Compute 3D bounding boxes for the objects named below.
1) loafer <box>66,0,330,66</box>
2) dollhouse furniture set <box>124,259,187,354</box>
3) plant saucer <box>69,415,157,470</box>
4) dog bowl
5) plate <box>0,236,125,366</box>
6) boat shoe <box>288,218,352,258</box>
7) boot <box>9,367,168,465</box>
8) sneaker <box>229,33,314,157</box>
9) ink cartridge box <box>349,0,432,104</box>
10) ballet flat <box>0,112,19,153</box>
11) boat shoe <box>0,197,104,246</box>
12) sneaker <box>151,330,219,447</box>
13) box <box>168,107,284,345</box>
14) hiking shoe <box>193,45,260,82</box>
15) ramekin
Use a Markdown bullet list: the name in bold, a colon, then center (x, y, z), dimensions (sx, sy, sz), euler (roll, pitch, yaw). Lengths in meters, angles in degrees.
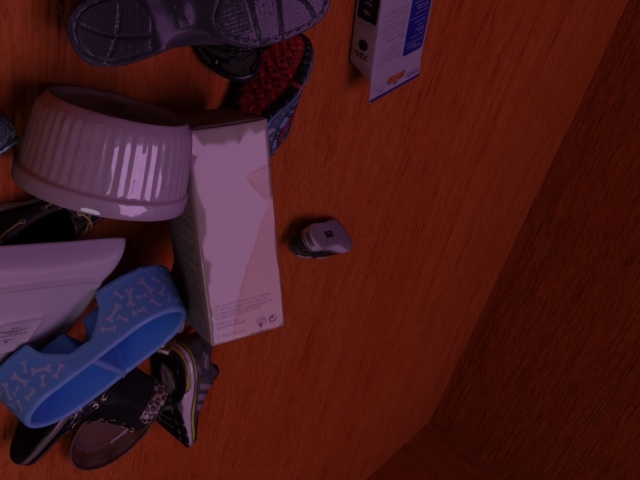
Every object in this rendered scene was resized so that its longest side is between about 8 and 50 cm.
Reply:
- **loafer**: center (-0.142, -0.276, 0.842), dimensions (0.302, 0.095, 0.109), euler (-15, 118, -13)
- **dollhouse furniture set**: center (-0.266, 0.069, 1.210), dimensions (0.161, 0.101, 0.182), euler (-87, -168, -79)
- **plant saucer**: center (-0.383, 0.334, 1.337), dimensions (0.198, 0.036, 0.199), euler (-37, 148, -29)
- **dog bowl**: center (-0.319, 0.156, 1.035), dimensions (0.297, 0.074, 0.166), euler (-38, 163, -8)
- **plate**: center (-0.409, 0.109, 0.935), dimensions (0.278, 0.045, 0.277), euler (-48, 161, 24)
- **boat shoe**: center (0.000, 0.000, 1.562), dimensions (0.070, 0.078, 0.219), euler (-27, 167, 23)
- **boot**: center (-0.375, 0.293, 1.201), dimensions (0.236, 0.085, 0.179), euler (-53, 136, -13)
- **sneaker**: center (-0.091, -0.210, 1.156), dimensions (0.262, 0.104, 0.125), euler (-59, 174, 12)
- **ink cartridge box**: center (0.134, -0.422, 1.290), dimensions (0.165, 0.065, 0.333), euler (-35, 146, -36)
- **ballet flat**: center (-0.419, -0.080, 0.782), dimensions (0.188, 0.070, 0.070), euler (-47, 153, -19)
- **boat shoe**: center (-0.343, -0.025, 0.948), dimensions (0.227, 0.068, 0.081), euler (-29, 144, -42)
- **sneaker**: center (-0.256, 0.297, 1.436), dimensions (0.121, 0.111, 0.300), euler (-35, 149, -41)
- **box**: center (-0.144, -0.025, 1.048), dimensions (0.121, 0.148, 0.311), euler (-13, 112, -25)
- **hiking shoe**: center (-0.117, -0.280, 0.976), dimensions (0.086, 0.114, 0.227), euler (-49, 153, -11)
- **ramekin**: center (-0.251, -0.110, 0.863), dimensions (0.207, 0.207, 0.109), euler (-9, 120, -56)
